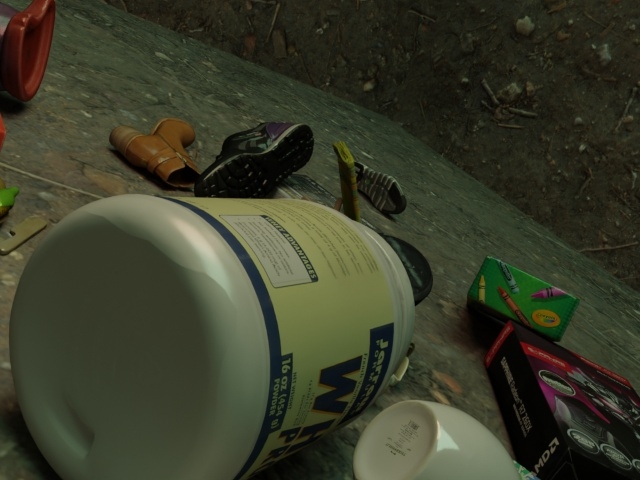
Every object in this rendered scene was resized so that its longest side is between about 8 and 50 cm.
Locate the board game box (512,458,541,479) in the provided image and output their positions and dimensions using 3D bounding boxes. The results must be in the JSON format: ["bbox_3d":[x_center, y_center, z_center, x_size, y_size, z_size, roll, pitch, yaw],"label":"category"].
[{"bbox_3d":[0.239,0.306,0.775,0.259,0.039,0.124,38,19,5],"label":"board game box"}]

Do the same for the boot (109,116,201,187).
[{"bbox_3d":[-0.258,-0.151,1.281,0.152,0.073,0.197,35,30,23],"label":"boot"}]

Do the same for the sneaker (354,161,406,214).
[{"bbox_3d":[0.175,-0.129,1.849,0.132,0.086,0.228,15,21,-42],"label":"sneaker"}]

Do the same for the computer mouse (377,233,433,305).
[{"bbox_3d":[0.024,0.052,0.949,0.272,0.072,0.189,-1,49,-31],"label":"computer mouse"}]

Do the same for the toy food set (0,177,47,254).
[{"bbox_3d":[-0.416,-0.057,0.822,0.192,0.039,0.132,26,18,-8],"label":"toy food set"}]

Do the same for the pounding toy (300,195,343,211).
[{"bbox_3d":[0.000,0.000,1.131,0.100,0.130,0.141,26,14,-42],"label":"pounding toy"}]

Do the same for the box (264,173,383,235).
[{"bbox_3d":[-0.015,-0.054,1.392,0.231,0.056,0.183,38,21,29],"label":"box"}]

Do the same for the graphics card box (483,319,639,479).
[{"bbox_3d":[0.376,0.267,1.021,0.232,0.094,0.371,27,18,-4],"label":"graphics card box"}]

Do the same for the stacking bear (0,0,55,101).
[{"bbox_3d":[-0.596,-0.334,1.142,0.288,0.164,0.175,14,31,-10],"label":"stacking bear"}]

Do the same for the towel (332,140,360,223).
[{"bbox_3d":[0.050,-0.042,1.217,0.021,0.237,0.102,-10,27,-4],"label":"towel"}]

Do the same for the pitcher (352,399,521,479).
[{"bbox_3d":[0.106,0.226,0.627,0.207,0.125,0.177,48,-20,-25],"label":"pitcher"}]

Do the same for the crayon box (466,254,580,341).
[{"bbox_3d":[0.354,0.110,1.295,0.165,0.081,0.278,27,-2,13],"label":"crayon box"}]

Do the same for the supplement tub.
[{"bbox_3d":[-0.070,0.078,0.639,0.235,0.236,0.324,36,19,24],"label":"supplement tub"}]

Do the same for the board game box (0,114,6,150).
[{"bbox_3d":[-0.590,-0.203,0.928,0.316,0.064,0.242,14,22,-37],"label":"board game box"}]

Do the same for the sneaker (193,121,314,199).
[{"bbox_3d":[-0.143,-0.137,1.308,0.124,0.107,0.283,18,36,33],"label":"sneaker"}]

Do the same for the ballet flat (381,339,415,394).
[{"bbox_3d":[0.069,0.154,0.912,0.086,0.086,0.248,33,17,14],"label":"ballet flat"}]
